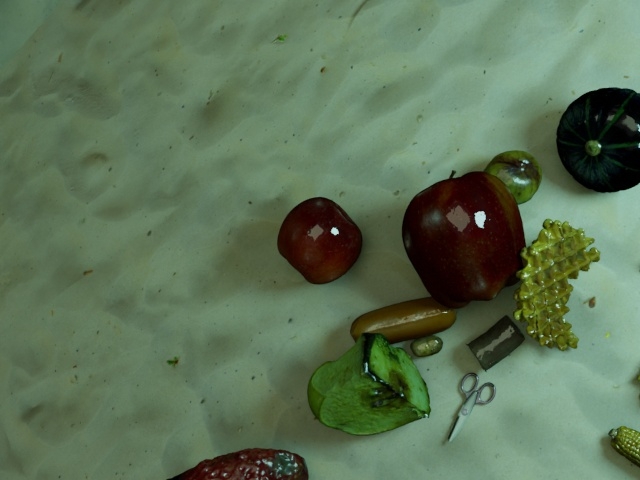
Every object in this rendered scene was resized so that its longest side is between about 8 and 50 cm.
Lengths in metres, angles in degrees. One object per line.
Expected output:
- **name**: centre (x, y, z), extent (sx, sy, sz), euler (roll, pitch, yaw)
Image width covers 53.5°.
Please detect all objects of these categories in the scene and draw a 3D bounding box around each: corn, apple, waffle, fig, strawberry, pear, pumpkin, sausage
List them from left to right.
- **strawberry**: centre (-0.195, 0.651, 1.537), extent (0.310, 0.292, 0.291), euler (-13, 74, 17)
- **apple**: centre (0.000, 0.000, 1.661), extent (0.201, 0.218, 0.218), euler (-46, 68, 2)
- **pear**: centre (0.107, 0.375, 1.569), extent (0.255, 0.238, 0.164), euler (-40, 26, 29)
- **sausage**: centre (0.208, 0.205, 1.602), extent (0.275, 0.105, 0.105), euler (-15, 73, 14)
- **apple**: centre (0.337, -0.007, 1.512), extent (0.288, 0.288, 0.316), euler (-21, 91, 13)
- **fig**: centre (0.474, -0.155, 1.585), extent (0.153, 0.121, 0.135), euler (-14, 69, 16)
- **waffle**: centre (0.531, 0.099, 1.457), extent (0.069, 0.260, 0.292), euler (5, 73, 54)
- **pumpkin**: centre (0.697, -0.243, 1.497), extent (0.248, 0.248, 0.247), euler (-4, 76, 18)
- **corn**: centre (0.729, 0.478, 1.382), extent (0.207, 0.068, 0.068), euler (33, 89, 23)

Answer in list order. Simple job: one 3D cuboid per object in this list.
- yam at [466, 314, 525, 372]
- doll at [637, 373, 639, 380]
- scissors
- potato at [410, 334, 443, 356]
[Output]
- **yam**: centre (0.424, 0.247, 1.534), extent (0.127, 0.084, 0.084), euler (-40, 69, 9)
- **doll**: centre (0.817, 0.343, 1.369), extent (0.241, 0.098, 0.135), euler (34, 67, 21)
- **scissors**: centre (0.356, 0.413, 1.548), extent (0.086, 0.022, 0.176), euler (28, 85, 21)
- **potato**: centre (0.268, 0.266, 1.601), extent (0.083, 0.040, 0.051), euler (-14, 74, 14)
